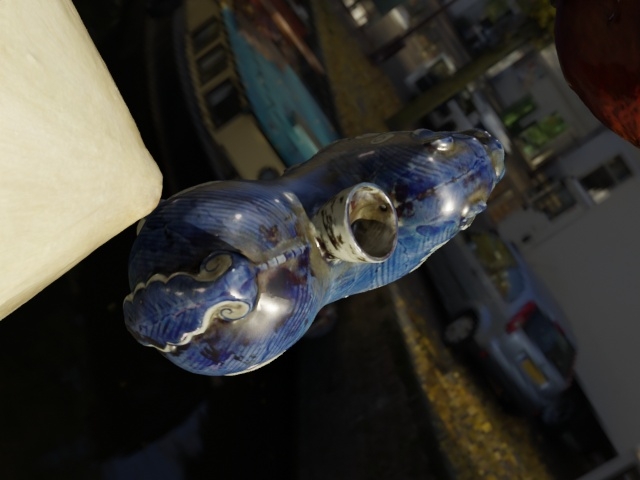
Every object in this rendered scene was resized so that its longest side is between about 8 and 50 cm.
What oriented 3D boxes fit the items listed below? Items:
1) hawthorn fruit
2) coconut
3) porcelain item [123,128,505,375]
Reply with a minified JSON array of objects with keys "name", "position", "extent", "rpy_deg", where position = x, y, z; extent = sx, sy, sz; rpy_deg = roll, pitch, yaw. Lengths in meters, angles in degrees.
[{"name":"hawthorn fruit","position":[0.276,-0.153,0.872],"extent":[0.261,0.224,0.224],"rpy_deg":[15,-9,32]},{"name":"coconut","position":[-0.247,-0.068,0.676],"extent":[0.329,0.329,0.329],"rpy_deg":[50,15,-19]},{"name":"porcelain item","position":[0.000,0.000,0.864],"extent":[0.288,0.186,0.138],"rpy_deg":[-23,94,-42]}]
